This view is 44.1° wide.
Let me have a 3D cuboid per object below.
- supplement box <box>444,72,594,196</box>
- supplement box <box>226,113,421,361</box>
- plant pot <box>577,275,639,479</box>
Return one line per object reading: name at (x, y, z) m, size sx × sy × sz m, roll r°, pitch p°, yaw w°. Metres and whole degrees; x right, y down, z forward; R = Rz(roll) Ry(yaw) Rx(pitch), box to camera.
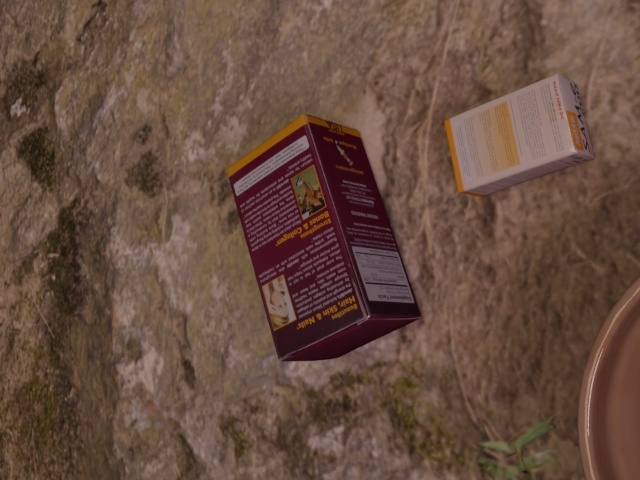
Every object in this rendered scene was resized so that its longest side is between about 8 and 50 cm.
supplement box at (0.149, -0.077, 0.599) m, size 0.098 × 0.036 × 0.062 m, roll -18°, pitch 74°, yaw 38°
supplement box at (0.000, 0.000, 0.690) m, size 0.104 × 0.081 × 0.188 m, roll -30°, pitch 67°, yaw 34°
plant pot at (0.274, 0.106, 0.430) m, size 0.237 × 0.110 × 0.237 m, roll -5°, pitch 83°, yaw 39°
